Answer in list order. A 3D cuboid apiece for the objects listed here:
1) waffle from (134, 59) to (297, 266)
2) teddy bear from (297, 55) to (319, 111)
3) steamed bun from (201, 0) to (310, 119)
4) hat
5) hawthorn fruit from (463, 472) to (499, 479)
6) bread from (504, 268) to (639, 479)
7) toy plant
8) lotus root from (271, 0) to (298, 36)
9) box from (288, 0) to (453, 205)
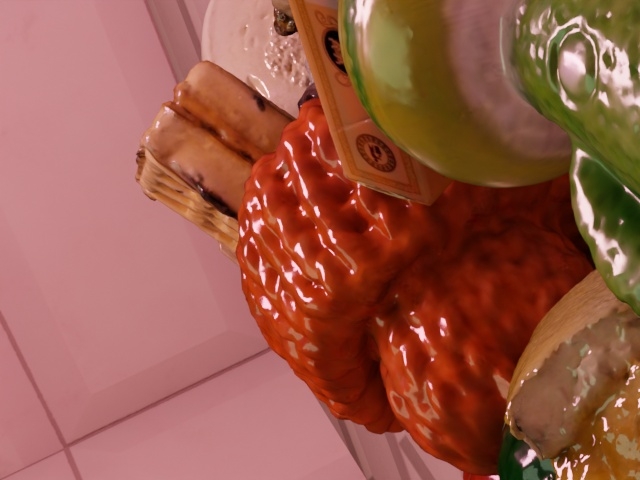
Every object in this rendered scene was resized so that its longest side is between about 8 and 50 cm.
[{"bbox_3d":[0.000,0.000,1.859,0.376,0.114,0.261,36,168,-3],"label":"waffle"},{"bbox_3d":[0.025,-0.125,1.881,0.213,0.111,0.133,60,172,32],"label":"teddy bear"},{"bbox_3d":[-0.033,-0.146,2.054,0.200,0.154,0.250,84,161,-66],"label":"steamed bun"},{"bbox_3d":[0.142,0.058,1.357,0.400,0.285,0.285,40,159,34],"label":"hat"},{"bbox_3d":[0.182,0.192,1.492,0.179,0.200,0.179,161,90,-83],"label":"hawthorn fruit"},{"bbox_3d":[0.201,0.086,1.072,0.186,0.124,0.257,40,-163,-5],"label":"bread"},{"bbox_3d":[0.141,-0.087,0.983,0.316,0.184,0.224,-146,58,-61],"label":"toy plant"},{"bbox_3d":[0.012,-0.215,1.670,0.090,0.077,0.183,41,157,-18],"label":"lotus root"},{"bbox_3d":[0.059,-0.181,1.187,0.076,0.174,0.274,20,143,37],"label":"box"}]
